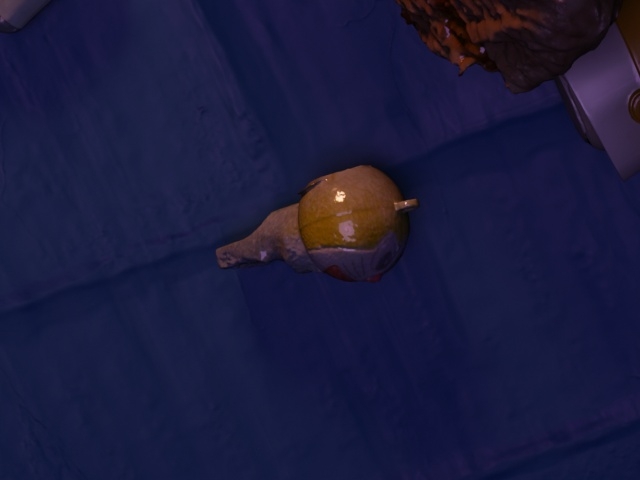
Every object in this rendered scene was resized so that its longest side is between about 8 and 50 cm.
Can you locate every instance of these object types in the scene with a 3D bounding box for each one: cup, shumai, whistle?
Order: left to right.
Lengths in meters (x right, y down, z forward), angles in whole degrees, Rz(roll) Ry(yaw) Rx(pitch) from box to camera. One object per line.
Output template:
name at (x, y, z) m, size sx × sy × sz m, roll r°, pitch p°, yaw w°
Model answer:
whistle at (0.000, 0.000, 1.948) m, size 0.223 × 0.123 × 0.123 m, roll -19°, pitch 104°, yaw 26°
shumai at (0.201, -0.303, 1.774) m, size 0.283 × 0.346 × 0.217 m, roll -28°, pitch 129°, yaw -21°
cup at (0.333, -0.166, 1.835) m, size 0.226 × 0.185 × 0.241 m, roll -30°, pitch 135°, yaw 10°

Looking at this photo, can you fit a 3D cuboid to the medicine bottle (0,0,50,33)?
medicine bottle at (-0.307, -0.256, 1.938) m, size 0.208 × 0.054 × 0.090 m, roll -40°, pitch 98°, yaw 17°
